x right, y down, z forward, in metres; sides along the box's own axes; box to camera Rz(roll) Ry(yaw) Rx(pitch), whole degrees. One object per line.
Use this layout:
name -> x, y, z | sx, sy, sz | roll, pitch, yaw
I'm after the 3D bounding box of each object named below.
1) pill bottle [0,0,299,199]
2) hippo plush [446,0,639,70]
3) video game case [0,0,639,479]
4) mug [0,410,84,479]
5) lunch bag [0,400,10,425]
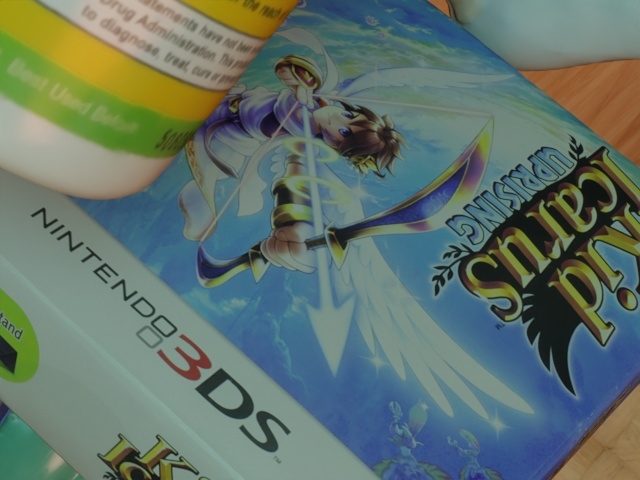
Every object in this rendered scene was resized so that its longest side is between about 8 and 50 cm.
pill bottle -> -0.020, -0.142, 0.375 | 0.246, 0.136, 0.136 | -50, 168, 11
hippo plush -> 0.113, -0.159, 0.646 | 0.234, 0.294, 0.236 | -20, 160, 25
video game case -> 0.000, 0.000, 0.641 | 0.269, 0.244, 0.061 | -37, 163, -46
mug -> -0.119, 0.065, 0.782 | 0.158, 0.097, 0.129 | -43, 167, -21
lunch bag -> -0.166, 0.064, 0.685 | 0.098, 0.067, 0.065 | -53, 168, 16
